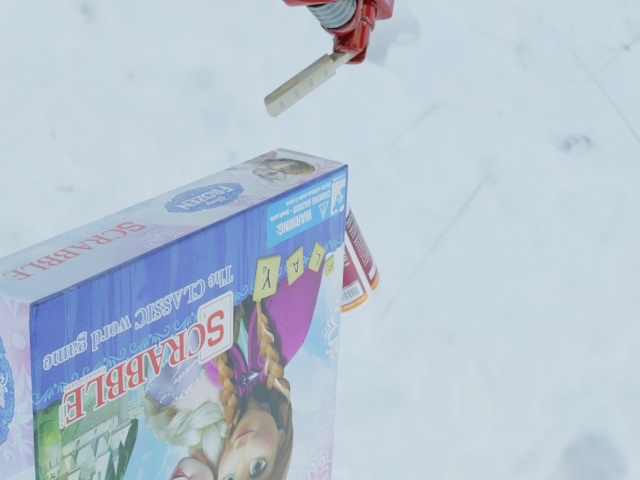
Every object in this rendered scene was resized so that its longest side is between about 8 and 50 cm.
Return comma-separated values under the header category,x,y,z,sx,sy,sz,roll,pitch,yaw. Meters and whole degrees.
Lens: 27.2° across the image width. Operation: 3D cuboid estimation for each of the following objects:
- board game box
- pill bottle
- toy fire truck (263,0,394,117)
category,x,y,z,sx,sy,sz,roll,pitch,yaw
board game box,-0.095,0.130,0.855,0.066,0.319,0.318,15,114,29
pill bottle,0.000,0.000,1.359,0.086,0.086,0.152,-19,123,7
toy fire truck,-0.005,-0.296,1.694,0.158,0.217,0.246,-2,69,27
